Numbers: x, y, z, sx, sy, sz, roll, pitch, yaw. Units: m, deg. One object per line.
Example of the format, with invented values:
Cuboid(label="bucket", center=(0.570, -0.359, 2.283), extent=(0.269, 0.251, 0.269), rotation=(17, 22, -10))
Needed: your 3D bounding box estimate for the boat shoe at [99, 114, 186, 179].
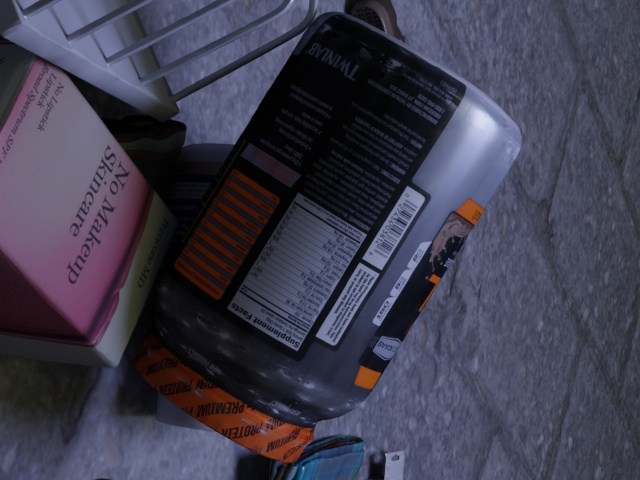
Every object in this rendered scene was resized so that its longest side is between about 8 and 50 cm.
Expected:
Cuboid(label="boat shoe", center=(-0.178, -0.068, 1.243), extent=(0.190, 0.068, 0.072), rotation=(-12, 117, -62))

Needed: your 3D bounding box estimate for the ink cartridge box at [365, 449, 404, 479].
Cuboid(label="ink cartridge box", center=(0.082, 0.332, 1.844), extent=(0.063, 0.029, 0.115), rotation=(8, 86, -62))

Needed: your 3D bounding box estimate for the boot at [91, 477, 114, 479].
Cuboid(label="boot", center=(-0.183, 0.277, 1.086), extent=(0.104, 0.295, 0.211), rotation=(24, 53, -20))

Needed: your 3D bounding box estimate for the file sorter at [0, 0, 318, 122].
Cuboid(label="file sorter", center=(-0.135, -0.236, 1.048), extent=(0.192, 0.173, 0.278), rotation=(66, 11, 13))

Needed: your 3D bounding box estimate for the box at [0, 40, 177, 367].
Cuboid(label="box", center=(-0.231, -0.024, 1.075), extent=(0.232, 0.127, 0.148), rotation=(57, 45, -50))

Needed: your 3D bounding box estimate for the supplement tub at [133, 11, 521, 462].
Cuboid(label="supplement tub", center=(0.000, 0.000, 1.172), extent=(0.338, 0.207, 0.207), rotation=(-58, 151, 2))

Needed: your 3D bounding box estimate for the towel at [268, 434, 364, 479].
Cuboid(label="towel", center=(-0.014, 0.417, 1.621), extent=(0.271, 0.040, 0.370), rotation=(8, 87, -72))

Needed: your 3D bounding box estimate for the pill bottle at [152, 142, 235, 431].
Cuboid(label="pill bottle", center=(-0.080, 0.048, 1.350), extent=(0.153, 0.153, 0.264), rotation=(15, 81, -62))

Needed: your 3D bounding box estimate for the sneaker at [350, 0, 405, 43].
Cuboid(label="sneaker", center=(0.087, -0.216, 1.722), extent=(0.071, 0.066, 0.188), rotation=(-53, 139, -48))
